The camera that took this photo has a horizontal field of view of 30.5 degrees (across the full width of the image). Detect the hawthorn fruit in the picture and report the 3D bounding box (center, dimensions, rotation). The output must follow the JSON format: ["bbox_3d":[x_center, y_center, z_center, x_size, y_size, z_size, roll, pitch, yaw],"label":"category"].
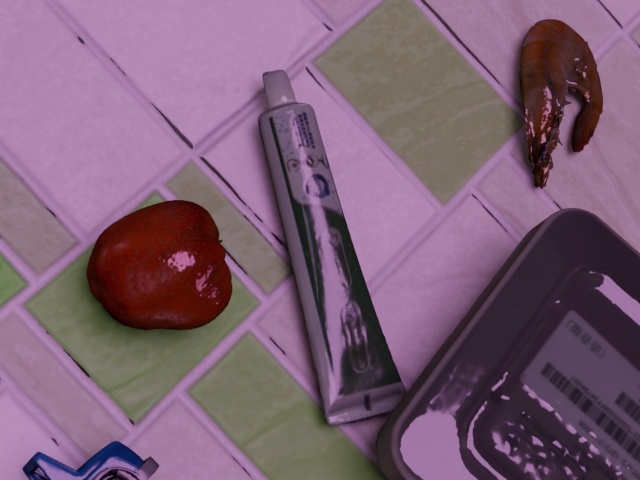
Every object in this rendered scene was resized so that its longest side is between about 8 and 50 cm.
[{"bbox_3d":[-0.157,0.030,1.147,0.137,0.133,0.133,-16,79,-11],"label":"hawthorn fruit"}]

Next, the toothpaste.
[{"bbox_3d":[0.000,0.000,1.261,0.098,0.061,0.392,-11,81,-25],"label":"toothpaste"}]

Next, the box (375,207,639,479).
[{"bbox_3d":[0.290,0.202,1.235,0.367,0.090,0.373,40,67,-2],"label":"box"}]

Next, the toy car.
[{"bbox_3d":[-0.242,0.247,1.059,0.100,0.097,0.191,47,63,-1],"label":"toy car"}]

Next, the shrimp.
[{"bbox_3d":[0.295,-0.166,1.447,0.133,0.053,0.236,26,60,-35],"label":"shrimp"}]
